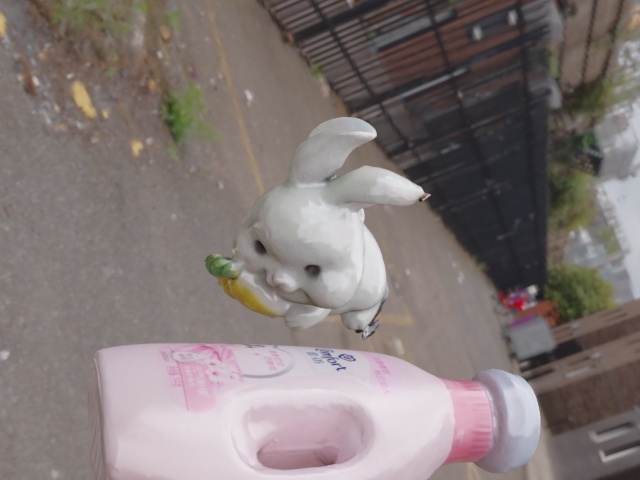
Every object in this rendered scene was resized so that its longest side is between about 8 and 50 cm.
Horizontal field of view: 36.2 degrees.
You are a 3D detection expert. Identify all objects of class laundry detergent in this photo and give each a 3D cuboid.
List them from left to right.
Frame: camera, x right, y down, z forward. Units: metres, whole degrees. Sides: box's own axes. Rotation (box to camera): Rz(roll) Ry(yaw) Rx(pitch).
[{"bbox_3d":[0.002,0.136,0.728,0.159,0.335,0.088,-114,-147,-54],"label":"laundry detergent"}]

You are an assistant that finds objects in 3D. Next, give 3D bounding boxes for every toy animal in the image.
[{"bbox_3d":[-0.002,0.006,1.232,0.183,0.247,0.310,42,-12,22],"label":"toy animal"}]
